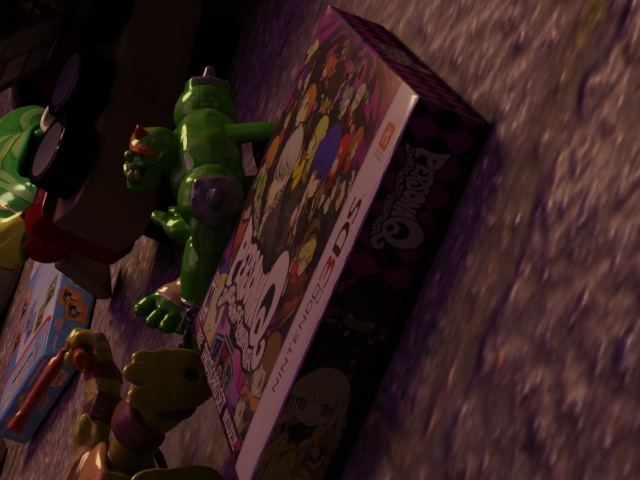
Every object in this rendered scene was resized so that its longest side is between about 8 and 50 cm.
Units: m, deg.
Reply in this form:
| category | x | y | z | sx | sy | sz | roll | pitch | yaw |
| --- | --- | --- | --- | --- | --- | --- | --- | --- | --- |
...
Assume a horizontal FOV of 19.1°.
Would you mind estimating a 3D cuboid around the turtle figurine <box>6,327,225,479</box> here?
| category | x | y | z | sx | sy | sz | roll | pitch | yaw |
| --- | --- | --- | --- | --- | --- | --- | --- | --- | --- |
| turtle figurine | -0.126 | 0.163 | 1.138 | 0.217 | 0.087 | 0.269 | -37 | 39 | 53 |

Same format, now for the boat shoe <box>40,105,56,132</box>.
| category | x | y | z | sx | sy | sz | roll | pitch | yaw |
| --- | --- | --- | --- | --- | --- | --- | --- | --- | --- |
| boat shoe | -0.198 | -0.137 | 1.736 | 0.258 | 0.084 | 0.095 | 136 | 149 | -59 |

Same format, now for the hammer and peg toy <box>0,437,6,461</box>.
| category | x | y | z | sx | sy | sz | roll | pitch | yaw |
| --- | --- | --- | --- | --- | --- | --- | --- | --- | --- |
| hammer and peg toy | -0.424 | 0.210 | 1.829 | 0.127 | 0.266 | 0.361 | -21 | 48 | 43 |

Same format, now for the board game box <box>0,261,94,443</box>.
| category | x | y | z | sx | sy | sz | roll | pitch | yaw |
| --- | --- | --- | --- | --- | --- | --- | --- | --- | --- |
| board game box | -0.242 | 0.058 | 1.742 | 0.160 | 0.039 | 0.211 | 129 | 155 | -50 |

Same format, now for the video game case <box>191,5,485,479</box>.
| category | x | y | z | sx | sy | sz | roll | pitch | yaw |
| --- | --- | --- | --- | --- | --- | --- | --- | --- | --- |
| video game case | 0.000 | 0.000 | 0.979 | 0.232 | 0.042 | 0.210 | -119 | 51 | -70 |

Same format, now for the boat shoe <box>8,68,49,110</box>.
| category | x | y | z | sx | sy | sz | roll | pitch | yaw |
| --- | --- | --- | --- | --- | --- | --- | --- | --- | --- |
| boat shoe | -0.293 | -0.227 | 2.157 | 0.335 | 0.112 | 0.095 | 128 | 138 | -63 |

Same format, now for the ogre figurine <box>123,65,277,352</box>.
| category | x | y | z | sx | sy | sz | roll | pitch | yaw |
| --- | --- | --- | --- | --- | --- | --- | --- | --- | --- |
| ogre figurine | -0.072 | -0.025 | 1.175 | 0.197 | 0.097 | 0.118 | -67 | -12 | -53 |

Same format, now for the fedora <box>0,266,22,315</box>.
| category | x | y | z | sx | sy | sz | roll | pitch | yaw |
| --- | --- | --- | --- | --- | --- | --- | --- | --- | --- |
| fedora | -0.415 | -0.001 | 2.238 | 0.244 | 0.124 | 0.275 | 135 | 141 | -62 |

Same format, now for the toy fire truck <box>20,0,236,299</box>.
| category | x | y | z | sx | sy | sz | roll | pitch | yaw |
| --- | --- | --- | --- | --- | --- | --- | --- | --- | --- |
| toy fire truck | -0.172 | -0.065 | 1.501 | 0.246 | 0.158 | 0.217 | -32 | 41 | 51 |

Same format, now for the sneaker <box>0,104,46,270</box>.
| category | x | y | z | sx | sy | sz | roll | pitch | yaw |
| --- | --- | --- | --- | --- | --- | --- | --- | --- | --- |
| sneaker | -0.295 | -0.069 | 2.005 | 0.123 | 0.109 | 0.295 | -38 | 23 | 15 |

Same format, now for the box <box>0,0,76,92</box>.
| category | x | y | z | sx | sy | sz | roll | pitch | yaw |
| --- | --- | --- | --- | --- | --- | --- | --- | --- | --- |
| box | -0.174 | -0.300 | 1.515 | 0.318 | 0.097 | 0.395 | -60 | -10 | 30 |
